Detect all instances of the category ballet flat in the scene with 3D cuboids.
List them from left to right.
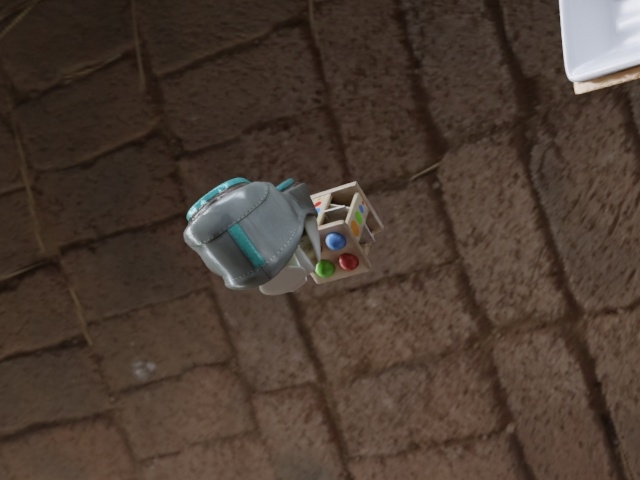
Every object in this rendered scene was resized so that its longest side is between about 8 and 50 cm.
[{"bbox_3d":[-0.032,0.002,0.633,0.072,0.213,0.068,-38,87,7],"label":"ballet flat"}]

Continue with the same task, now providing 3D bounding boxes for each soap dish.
[{"bbox_3d":[0.462,-0.377,1.492,0.229,0.118,0.291,-9,84,57],"label":"soap dish"}]

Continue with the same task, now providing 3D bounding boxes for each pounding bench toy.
[{"bbox_3d":[0.000,0.000,0.847,0.083,0.065,0.052,-16,122,28],"label":"pounding bench toy"}]
